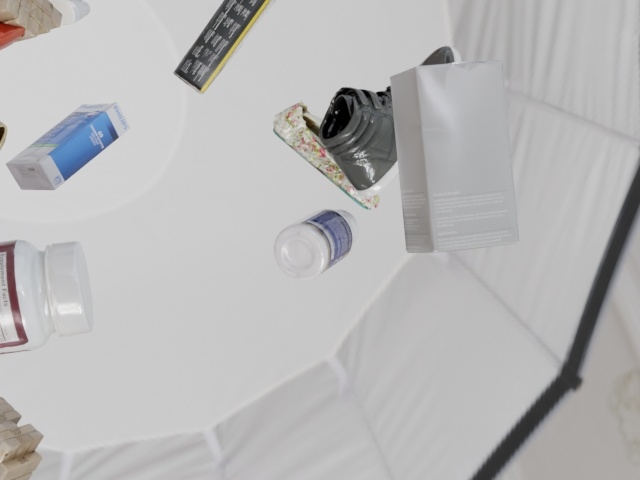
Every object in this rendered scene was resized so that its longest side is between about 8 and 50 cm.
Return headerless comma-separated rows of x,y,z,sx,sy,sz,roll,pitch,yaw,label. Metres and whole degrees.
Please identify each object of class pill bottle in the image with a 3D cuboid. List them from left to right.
-0.662,0.118,2.072,0.224,0.393,0.224,172,-90,-83,pill bottle
0.000,0.000,1.731,0.094,0.094,0.169,-62,166,26,pill bottle

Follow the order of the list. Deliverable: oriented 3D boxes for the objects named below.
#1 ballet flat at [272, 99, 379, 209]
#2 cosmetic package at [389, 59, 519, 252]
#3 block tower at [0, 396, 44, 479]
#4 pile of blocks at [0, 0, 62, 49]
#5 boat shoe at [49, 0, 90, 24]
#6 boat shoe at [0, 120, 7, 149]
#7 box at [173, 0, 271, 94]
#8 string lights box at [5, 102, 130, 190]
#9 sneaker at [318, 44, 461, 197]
0.023,-0.149,1.810,0.077,0.241,0.091,-46,-168,24,ballet flat
0.170,-0.106,1.338,0.107,0.127,0.237,173,-87,-73,cosmetic package
-0.575,0.249,1.616,0.091,0.335,0.097,-56,164,11,block tower
-0.521,-0.263,1.327,0.149,0.362,0.112,92,1,-66,pile of blocks
-0.535,-0.472,2.065,0.063,0.184,0.066,-35,133,-50,boat shoe
-0.560,-0.112,1.660,0.072,0.068,0.190,15,-105,52,boat shoe
-0.139,-0.463,2.037,0.322,0.079,0.257,-48,-168,30,box
-0.575,-0.218,2.397,0.133,0.076,0.259,4,-141,41,string lights box
0.112,-0.226,1.693,0.295,0.147,0.105,-55,-145,-9,sneaker
